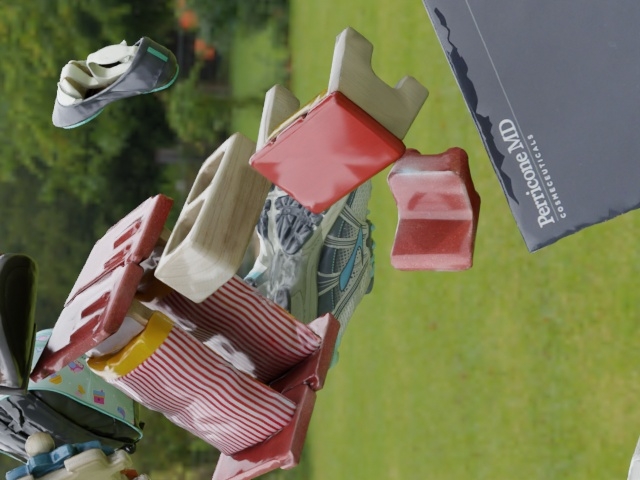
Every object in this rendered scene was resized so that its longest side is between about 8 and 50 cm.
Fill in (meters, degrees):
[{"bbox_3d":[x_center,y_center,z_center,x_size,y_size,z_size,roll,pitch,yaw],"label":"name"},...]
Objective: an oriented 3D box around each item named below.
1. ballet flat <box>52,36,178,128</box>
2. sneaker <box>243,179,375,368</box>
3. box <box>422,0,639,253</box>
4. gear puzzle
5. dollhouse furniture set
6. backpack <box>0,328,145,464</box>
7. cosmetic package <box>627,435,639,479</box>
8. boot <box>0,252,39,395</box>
[{"bbox_3d":[-0.254,-0.188,1.637,0.203,0.074,0.074,-16,65,36],"label":"ballet flat"},{"bbox_3d":[0.000,0.000,1.347,0.110,0.122,0.283,28,103,42],"label":"sneaker"},{"bbox_3d":[0.251,-0.213,1.147,0.179,0.312,0.343,-42,-71,-76],"label":"box"},{"bbox_3d":[-0.217,0.229,1.172,0.339,0.175,0.044,77,170,-67],"label":"gear puzzle"},{"bbox_3d":[-0.031,0.037,1.064,0.374,0.201,0.152,-34,28,45],"label":"dollhouse furniture set"},{"bbox_3d":[-0.324,0.191,1.702,0.166,0.188,0.144,-32,51,30],"label":"backpack"},{"bbox_3d":[0.329,0.129,1.138,0.309,0.113,0.160,-57,-27,-45],"label":"cosmetic package"},{"bbox_3d":[-0.366,0.052,1.112,0.264,0.280,0.096,136,142,-75],"label":"boot"}]
